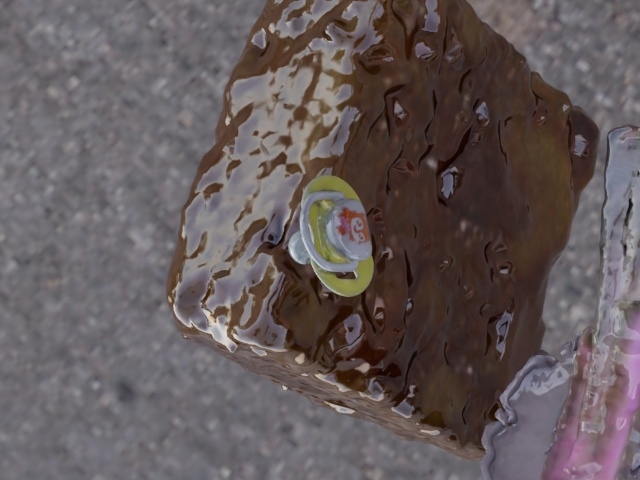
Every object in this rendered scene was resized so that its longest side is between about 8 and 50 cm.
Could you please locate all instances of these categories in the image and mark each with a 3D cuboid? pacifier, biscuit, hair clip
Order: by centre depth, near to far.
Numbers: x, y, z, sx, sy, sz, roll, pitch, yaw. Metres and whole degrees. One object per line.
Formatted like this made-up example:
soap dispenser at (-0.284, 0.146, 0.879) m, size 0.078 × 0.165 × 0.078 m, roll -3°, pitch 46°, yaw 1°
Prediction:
pacifier at (0.000, 0.000, 1.229) m, size 0.064 × 0.068 × 0.083 m, roll -22°, pitch 74°, yaw 44°
hair clip at (0.209, 0.068, 1.282) m, size 0.173 × 0.300 × 0.069 m, roll 1°, pitch 158°, yaw 36°
biscuit at (0.056, -0.022, 1.519) m, size 0.166 × 0.343 × 0.395 m, roll 8°, pitch 164°, yaw 35°
